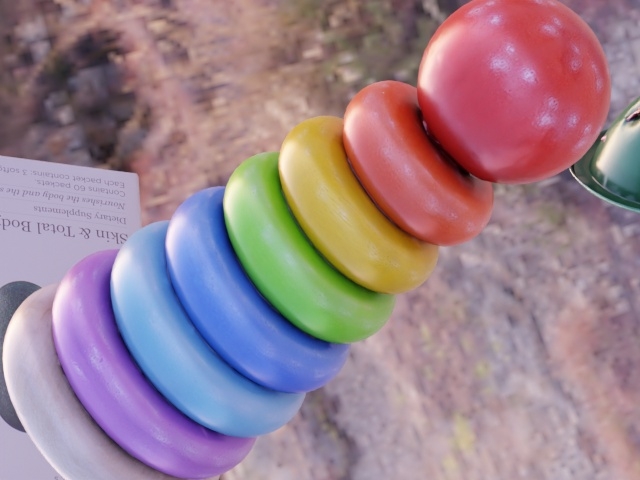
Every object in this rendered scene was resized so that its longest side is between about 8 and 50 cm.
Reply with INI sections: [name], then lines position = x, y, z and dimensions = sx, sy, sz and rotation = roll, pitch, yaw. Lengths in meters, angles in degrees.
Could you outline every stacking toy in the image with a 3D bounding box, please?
[stacking toy]
position = 0.000, 0.000, 0.876
dimensions = 0.330, 0.141, 0.141
rotation = -38, 69, 24

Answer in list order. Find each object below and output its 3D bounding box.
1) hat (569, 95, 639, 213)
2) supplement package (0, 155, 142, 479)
[hat]
position = 0.300, -0.132, 1.481
dimensions = 0.208, 0.173, 0.184
rotation = 40, 140, 52
[supplement package]
position = -0.233, 0.103, 1.197
dimensions = 0.198, 0.199, 0.263
rotation = 127, 143, -50
